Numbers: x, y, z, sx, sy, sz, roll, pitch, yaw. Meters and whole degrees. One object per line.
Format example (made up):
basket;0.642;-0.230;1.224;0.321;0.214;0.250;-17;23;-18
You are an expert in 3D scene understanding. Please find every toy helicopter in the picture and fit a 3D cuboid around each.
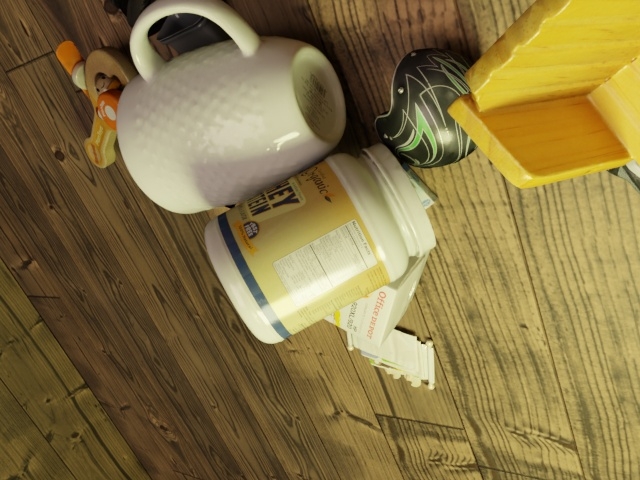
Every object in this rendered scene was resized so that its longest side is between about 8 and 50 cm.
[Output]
toy helicopter;-0.490;-0.292;1.377;0.235;0.140;0.355;45;141;2

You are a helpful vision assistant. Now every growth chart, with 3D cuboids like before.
growth chart;0.155;0.246;1.389;0.237;0.021;0.172;21;134;24

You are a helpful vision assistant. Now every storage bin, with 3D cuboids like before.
storage bin;-0.217;-0.386;1.130;0.135;0.098;0.091;-5;147;39

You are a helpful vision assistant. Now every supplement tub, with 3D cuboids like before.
supplement tub;0.000;0.000;0.984;0.228;0.316;0.228;62;179;2

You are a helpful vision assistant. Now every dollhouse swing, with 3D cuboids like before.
dollhouse swing;0.370;-0.102;0.567;0.347;0.315;0.304;-42;65;59

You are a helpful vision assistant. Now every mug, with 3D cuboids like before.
mug;-0.160;-0.239;1.035;0.328;0.276;0.374;-10;134;31

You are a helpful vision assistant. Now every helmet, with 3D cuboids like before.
helmet;0.174;-0.198;0.915;0.169;0.169;0.161;42;154;2

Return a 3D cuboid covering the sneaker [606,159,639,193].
sneaker;0.382;-0.129;0.859;0.268;0.101;0.153;52;138;0

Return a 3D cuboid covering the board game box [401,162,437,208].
board game box;0.154;-0.085;1.125;0.090;0.020;0.090;48;138;-3

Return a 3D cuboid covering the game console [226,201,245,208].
game console;-0.206;-0.097;1.378;0.361;0.044;0.213;32;137;14

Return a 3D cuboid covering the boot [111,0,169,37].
boot;-0.359;-0.554;1.064;0.260;0.131;0.348;43;139;1

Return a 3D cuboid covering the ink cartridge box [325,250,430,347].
ink cartridge box;0.066;0.057;1.195;0.233;0.168;0.171;26;135;18
